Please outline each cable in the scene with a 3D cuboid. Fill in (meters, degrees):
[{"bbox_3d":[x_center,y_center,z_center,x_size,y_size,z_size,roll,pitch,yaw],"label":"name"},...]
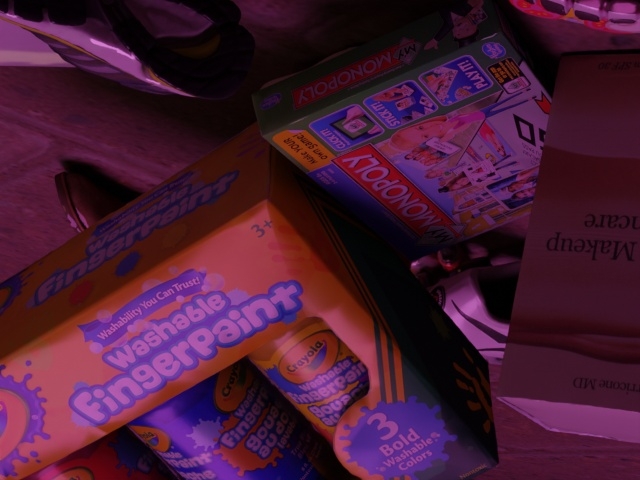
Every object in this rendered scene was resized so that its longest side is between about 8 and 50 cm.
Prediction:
[{"bbox_3d":[0.178,0.044,1.943,0.139,0.072,0.287,-14,167,23],"label":"cable"}]

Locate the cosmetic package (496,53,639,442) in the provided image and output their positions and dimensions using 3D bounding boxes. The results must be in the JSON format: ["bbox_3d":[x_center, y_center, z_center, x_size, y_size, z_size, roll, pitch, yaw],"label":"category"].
[{"bbox_3d":[0.255,0.007,1.232,0.153,0.296,0.129,2,163,31],"label":"cosmetic package"}]

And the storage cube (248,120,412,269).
[{"bbox_3d":[0.000,0.000,1.625,0.193,0.183,0.215,10,164,1],"label":"storage cube"}]

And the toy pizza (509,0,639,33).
[{"bbox_3d":[0.201,-0.187,1.076,0.201,0.032,0.201,11,165,3],"label":"toy pizza"}]

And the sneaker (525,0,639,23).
[{"bbox_3d":[0.125,-0.215,0.906,0.281,0.106,0.162,7,161,20],"label":"sneaker"}]

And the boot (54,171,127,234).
[{"bbox_3d":[-0.231,-0.020,1.956,0.115,0.112,0.305,-25,148,15],"label":"boot"}]

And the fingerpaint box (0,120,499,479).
[{"bbox_3d":[-0.115,0.150,1.458,0.445,0.163,0.371,-30,119,19],"label":"fingerpaint box"}]

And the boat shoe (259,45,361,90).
[{"bbox_3d":[0.025,-0.132,1.369,0.184,0.066,0.063,-18,176,42],"label":"boat shoe"}]

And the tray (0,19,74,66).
[{"bbox_3d":[-0.286,-0.203,1.404,0.270,0.030,0.145,5,164,25],"label":"tray"}]

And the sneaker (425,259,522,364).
[{"bbox_3d":[0.278,0.086,1.803,0.330,0.122,0.146,2,153,-30],"label":"sneaker"}]

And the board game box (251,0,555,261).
[{"bbox_3d":[0.108,-0.087,1.324,0.213,0.046,0.317,-23,152,18],"label":"board game box"}]

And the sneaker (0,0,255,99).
[{"bbox_3d":[-0.206,-0.190,1.211,0.300,0.111,0.121,29,161,-23],"label":"sneaker"}]
